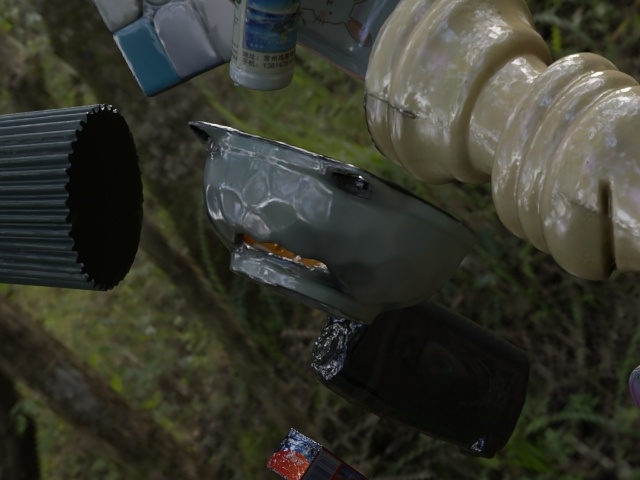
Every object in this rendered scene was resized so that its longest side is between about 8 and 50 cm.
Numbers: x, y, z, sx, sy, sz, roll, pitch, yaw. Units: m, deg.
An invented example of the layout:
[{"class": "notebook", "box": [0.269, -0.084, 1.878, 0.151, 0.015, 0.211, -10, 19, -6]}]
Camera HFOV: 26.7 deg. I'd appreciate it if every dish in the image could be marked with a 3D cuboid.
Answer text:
[{"class": "dish", "box": [-0.002, -0.294, 1.540, 0.151, 0.212, 0.077, -62, 20, -1]}, {"class": "dish", "box": [0.000, 0.000, 1.268, 0.303, 0.303, 0.120, 152, 139, -84]}]

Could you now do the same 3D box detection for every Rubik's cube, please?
[{"class": "Rubik's cube", "box": [-0.141, -0.465, 2.029, 0.344, 0.346, 0.347, -38, 17, -36]}]

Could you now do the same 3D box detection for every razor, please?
[{"class": "razor", "box": [0.156, 0.192, 2.077, 0.113, 0.349, 0.204, -16, 48, 64]}]

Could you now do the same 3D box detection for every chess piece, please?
[{"class": "chess piece", "box": [0.155, -0.059, 0.839, 0.139, 0.124, 0.307, -44, 41, -5]}]

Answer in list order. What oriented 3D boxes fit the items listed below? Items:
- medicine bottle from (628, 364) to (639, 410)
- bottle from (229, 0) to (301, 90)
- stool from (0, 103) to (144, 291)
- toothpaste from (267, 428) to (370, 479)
[{"class": "medicine bottle", "box": [0.388, 0.104, 1.303, 0.188, 0.094, 0.119, -34, 28, -26]}, {"class": "bottle", "box": [-0.042, -0.234, 1.131, 0.060, 0.060, 0.217, -56, -24, -56]}, {"class": "stool", "box": [-0.488, -0.066, 2.142, 0.297, 0.330, 0.297, 0, -90, -76]}, {"class": "toothpaste", "box": [0.063, 0.364, 1.839, 0.066, 0.320, 0.076, -55, 35, -10]}]
